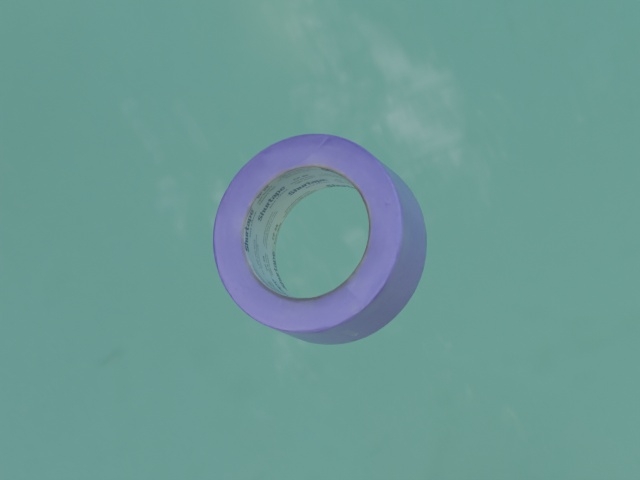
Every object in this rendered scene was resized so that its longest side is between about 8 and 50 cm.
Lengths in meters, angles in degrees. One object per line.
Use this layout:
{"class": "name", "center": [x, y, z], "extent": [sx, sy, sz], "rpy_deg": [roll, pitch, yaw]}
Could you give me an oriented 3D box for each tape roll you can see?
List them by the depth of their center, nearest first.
{"class": "tape roll", "center": [0.000, 0.000, 1.551], "extent": [0.189, 0.080, 0.189], "rpy_deg": [-4, 78, 20]}
